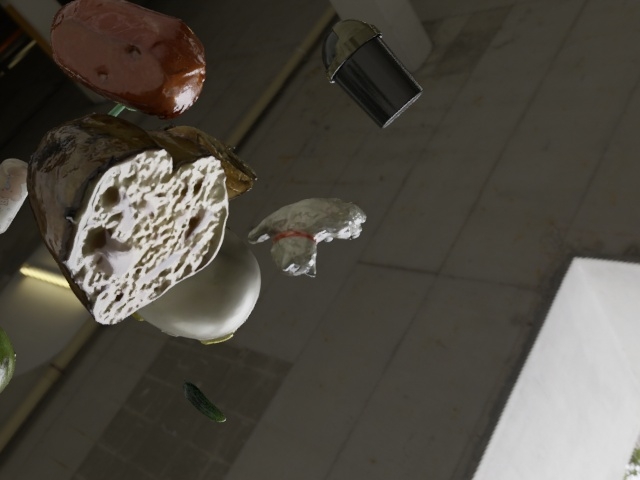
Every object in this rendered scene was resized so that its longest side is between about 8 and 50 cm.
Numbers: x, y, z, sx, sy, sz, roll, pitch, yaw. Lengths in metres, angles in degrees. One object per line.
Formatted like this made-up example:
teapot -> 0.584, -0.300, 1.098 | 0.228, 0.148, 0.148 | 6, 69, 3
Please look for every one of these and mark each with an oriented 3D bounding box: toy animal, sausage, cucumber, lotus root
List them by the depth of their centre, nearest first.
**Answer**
lotus root -> -0.302, -0.079, 1.067 | 0.316, 0.316, 0.250 | -43, -121, -5
sausage -> -0.302, -0.292, 1.084 | 0.268, 0.153, 0.141 | 26, -147, 15
cucumber -> -0.292, 0.393, 1.687 | 0.168, 0.039, 0.039 | 35, -104, 32
toy animal -> 0.000, 0.000, 1.967 | 0.266, 0.307, 0.188 | -51, -140, 20

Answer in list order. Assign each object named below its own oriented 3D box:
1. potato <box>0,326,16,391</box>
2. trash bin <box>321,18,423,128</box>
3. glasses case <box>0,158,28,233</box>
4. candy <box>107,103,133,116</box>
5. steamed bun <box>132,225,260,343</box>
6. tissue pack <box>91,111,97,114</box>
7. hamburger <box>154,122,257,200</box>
potato -> -0.727, 0.252, 1.362 | 0.215, 0.216, 0.304 | -38, -165, 2
trash bin -> 0.139, -0.518, 2.106 | 0.214, 0.334, 0.214 | -41, -178, 1
glasses case -> -0.708, -0.097, 1.550 | 0.204, 0.081, 0.051 | -51, -148, 24
candy -> -0.535, -0.321, 1.781 | 0.119, 0.119, 0.440 | -18, -149, 28
steamed bun -> -0.351, 0.101, 1.902 | 0.334, 0.373, 0.334 | -158, -90, -88
tissue pack -> -0.561, -0.209, 1.894 | 0.136, 0.246, 0.159 | -52, -176, -11
hamburger -> -0.327, -0.159, 1.556 | 0.329, 0.209, 0.162 | -24, -153, -6
